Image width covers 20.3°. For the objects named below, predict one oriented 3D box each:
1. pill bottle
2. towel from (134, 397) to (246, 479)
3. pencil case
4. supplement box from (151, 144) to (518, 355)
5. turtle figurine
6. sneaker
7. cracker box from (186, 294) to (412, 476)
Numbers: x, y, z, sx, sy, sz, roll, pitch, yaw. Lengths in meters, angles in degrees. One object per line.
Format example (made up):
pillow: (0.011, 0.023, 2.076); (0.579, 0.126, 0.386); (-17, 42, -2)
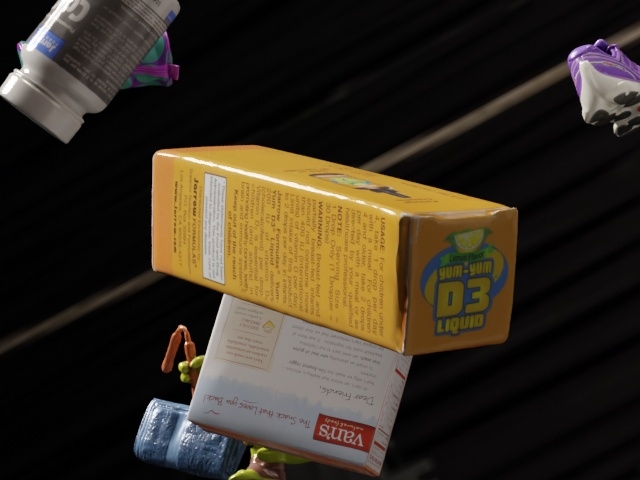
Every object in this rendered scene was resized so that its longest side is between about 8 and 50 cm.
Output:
pill bottle: (-0.176, -0.145, 1.344); (0.078, 0.137, 0.078); (37, 175, 4)
towel: (-0.131, 0.199, 1.788); (0.029, 0.119, 0.067); (44, -119, -53)
pencil case: (-0.222, -0.174, 1.777); (0.070, 0.151, 0.064); (-125, 30, -55)
supplement box: (0.000, 0.000, 0.963); (0.233, 0.078, 0.080); (13, 105, 52)
turtle figurine: (-0.057, 0.133, 1.725); (0.087, 0.269, 0.217); (24, -134, -36)
sneaker: (0.257, -0.135, 1.507); (0.170, 0.068, 0.071); (10, -127, -64)
cracker box: (0.001, 0.061, 1.465); (0.067, 0.155, 0.232); (51, -126, -70)
